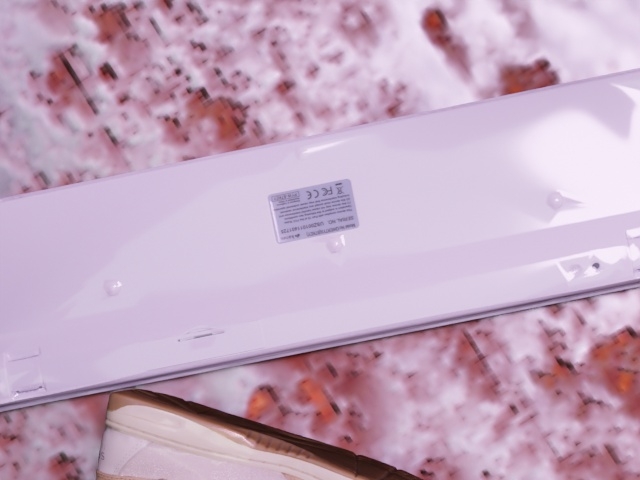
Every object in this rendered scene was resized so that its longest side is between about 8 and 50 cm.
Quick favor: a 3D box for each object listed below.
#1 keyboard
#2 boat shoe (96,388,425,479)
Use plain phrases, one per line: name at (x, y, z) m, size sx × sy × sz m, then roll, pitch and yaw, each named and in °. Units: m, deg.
keyboard at (0.000, 0.000, 0.663) m, size 0.256 × 0.014 × 0.072 m, roll -11°, pitch 81°, yaw 4°
boat shoe at (-0.010, 0.088, 0.642) m, size 0.135 × 0.050 × 0.045 m, roll 18°, pitch 92°, yaw 16°
